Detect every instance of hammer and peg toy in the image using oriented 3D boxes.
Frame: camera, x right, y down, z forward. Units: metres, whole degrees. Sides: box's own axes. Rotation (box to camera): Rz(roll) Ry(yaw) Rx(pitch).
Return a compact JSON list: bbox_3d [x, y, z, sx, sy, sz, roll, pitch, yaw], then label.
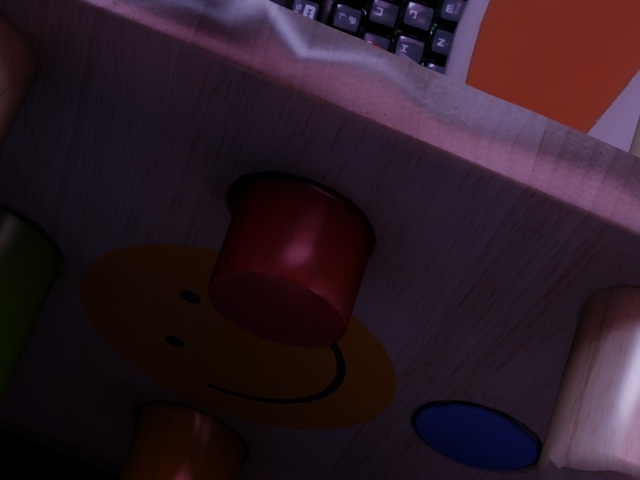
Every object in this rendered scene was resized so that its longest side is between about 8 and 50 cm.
[{"bbox_3d":[0.000,0.000,0.522,0.266,0.361,0.127,23,59,-4],"label":"hammer and peg toy"}]

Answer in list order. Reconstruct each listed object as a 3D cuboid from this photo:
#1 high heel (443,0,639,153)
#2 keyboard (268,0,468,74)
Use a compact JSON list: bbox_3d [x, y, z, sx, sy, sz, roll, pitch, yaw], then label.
[{"bbox_3d":[0.187,-0.111,0.724,0.181,0.377,0.127,35,-2,-41],"label":"high heel"},{"bbox_3d":[-0.001,-0.121,0.720,0.202,0.033,0.317,16,83,-10],"label":"keyboard"}]
